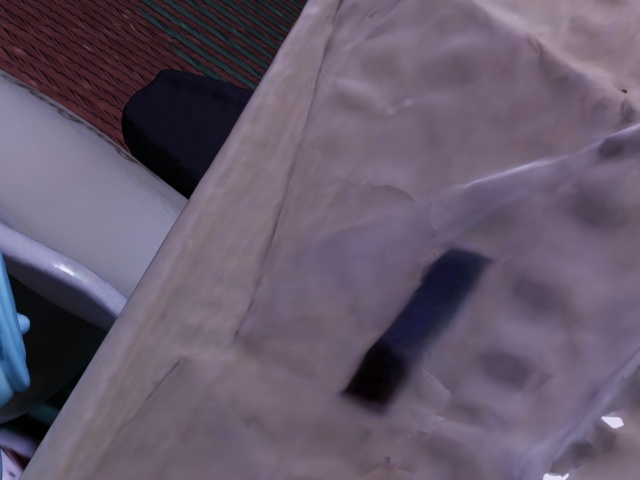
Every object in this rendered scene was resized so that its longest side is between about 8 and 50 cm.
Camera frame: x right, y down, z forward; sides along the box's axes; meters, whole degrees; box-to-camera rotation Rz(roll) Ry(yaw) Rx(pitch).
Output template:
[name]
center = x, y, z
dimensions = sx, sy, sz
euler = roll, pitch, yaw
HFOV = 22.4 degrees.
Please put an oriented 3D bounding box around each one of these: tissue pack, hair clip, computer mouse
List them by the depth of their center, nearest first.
[tissue pack]
center = 0.100, 0.138, 0.511
dimensions = 0.228, 0.293, 0.382
euler = 12, -25, 44
[hair clip]
center = -0.143, -0.017, 0.789
dimensions = 0.172, 0.113, 0.282
euler = 35, 21, -21
[computer mouse]
center = 0.000, 0.000, 0.885
dimensions = 0.269, 0.100, 0.170
euler = 41, -18, 48

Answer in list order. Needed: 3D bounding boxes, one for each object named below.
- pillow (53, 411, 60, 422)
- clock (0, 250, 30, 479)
[pillow]
center = -0.024, 0.145, 0.737
dimensions = 0.233, 0.086, 0.214
euler = 23, 32, -39
[clock]
center = -0.187, 0.059, 0.429
dimensions = 0.274, 0.223, 0.094
euler = -1, 75, -68
